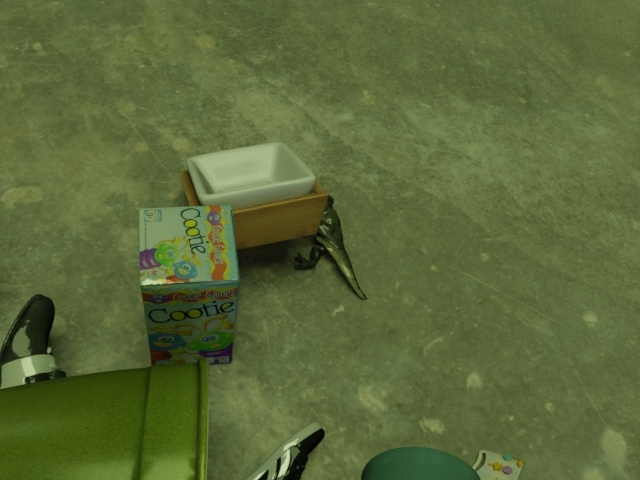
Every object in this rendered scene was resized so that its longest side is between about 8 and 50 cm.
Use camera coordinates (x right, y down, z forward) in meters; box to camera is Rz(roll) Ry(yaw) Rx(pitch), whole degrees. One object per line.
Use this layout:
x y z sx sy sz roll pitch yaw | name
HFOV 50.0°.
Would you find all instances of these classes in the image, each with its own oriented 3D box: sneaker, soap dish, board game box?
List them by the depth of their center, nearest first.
-0.050 0.390 1.052 0.217 0.079 0.121 -38 72 -21 | sneaker
-0.435 0.249 1.061 0.146 0.122 0.330 11 66 -10 | sneaker
-0.213 0.082 1.114 0.142 0.275 0.144 -3 55 -12 | board game box
-0.131 -0.084 1.270 0.229 0.118 0.291 -12 25 -12 | soap dish

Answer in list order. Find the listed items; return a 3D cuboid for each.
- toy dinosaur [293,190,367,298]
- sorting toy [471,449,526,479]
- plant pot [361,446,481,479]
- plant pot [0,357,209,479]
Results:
0.000 0.000 1.345 0.118 0.064 0.268 -7 59 -22 | toy dinosaur
0.292 0.382 1.139 0.075 0.044 0.083 17 51 27 | sorting toy
0.132 0.439 0.942 0.272 0.271 0.255 14 40 0 | plant pot
-0.331 0.325 0.848 0.353 0.366 0.366 4 54 -13 | plant pot
